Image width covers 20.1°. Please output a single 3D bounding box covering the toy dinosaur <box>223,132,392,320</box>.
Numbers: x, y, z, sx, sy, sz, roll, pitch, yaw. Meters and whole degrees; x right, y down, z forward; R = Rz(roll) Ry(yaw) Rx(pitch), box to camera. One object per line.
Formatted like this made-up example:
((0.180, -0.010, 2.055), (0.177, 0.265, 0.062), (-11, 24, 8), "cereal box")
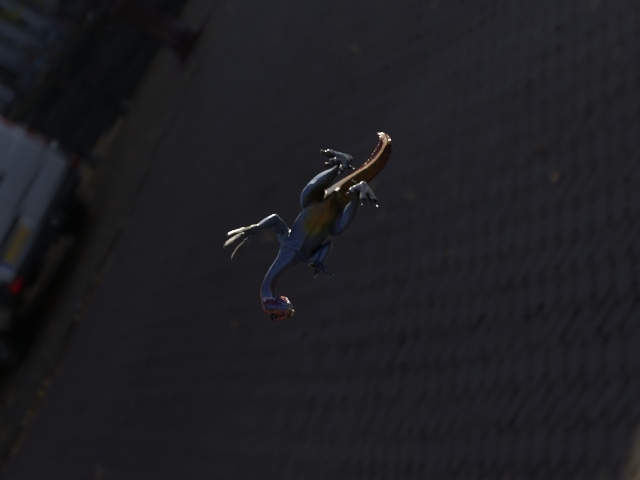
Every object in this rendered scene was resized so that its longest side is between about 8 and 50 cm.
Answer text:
((0.000, 0.000, 0.864), (0.090, 0.047, 0.082), (-23, -27, -46), "toy dinosaur")
